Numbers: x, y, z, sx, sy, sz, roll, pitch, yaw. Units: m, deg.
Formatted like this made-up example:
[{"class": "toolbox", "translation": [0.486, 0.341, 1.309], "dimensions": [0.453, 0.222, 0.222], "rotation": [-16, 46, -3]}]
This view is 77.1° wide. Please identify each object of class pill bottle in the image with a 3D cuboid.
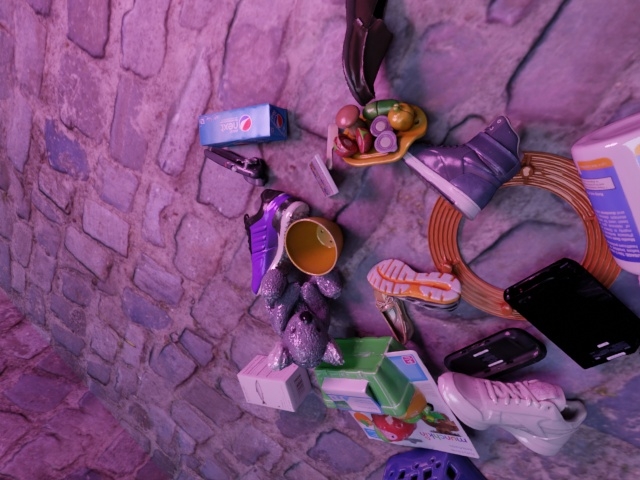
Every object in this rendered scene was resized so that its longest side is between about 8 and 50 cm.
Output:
[{"class": "pill bottle", "translation": [0.489, -0.043, 0.576], "dimensions": [0.152, 0.152, 0.271], "rotation": [-21, 100, 36]}]

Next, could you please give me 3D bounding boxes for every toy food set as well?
[{"class": "toy food set", "translation": [0.084, -0.210, 0.753], "dimensions": [0.218, 0.071, 0.128], "rotation": [-4, 66, 33]}]

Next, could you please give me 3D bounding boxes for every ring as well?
[{"class": "ring", "translation": [0.365, 0.005, 0.747], "dimensions": [0.337, 0.032, 0.336], "rotation": [13, 118, 25]}]

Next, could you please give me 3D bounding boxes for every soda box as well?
[{"class": "soda box", "translation": [-0.180, -0.259, 0.922], "dimensions": [0.210, 0.067, 0.071], "rotation": [2, 96, 31]}]

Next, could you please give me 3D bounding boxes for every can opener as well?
[{"class": "can opener", "translation": [-0.215, -0.190, 0.988], "dimensions": [0.186, 0.059, 0.073], "rotation": [27, 123, 18]}]

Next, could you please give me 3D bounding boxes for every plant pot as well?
[{"class": "plant pot", "translation": [0.283, 0.678, 0.987], "dimensions": [0.236, 0.212, 0.236], "rotation": [50, 127, 4]}, {"class": "plant pot", "translation": [0.000, 0.000, 0.922], "dimensions": [0.134, 0.095, 0.134], "rotation": [13, 118, 26]}]

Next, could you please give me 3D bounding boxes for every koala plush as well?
[{"class": "koala plush", "translation": [-0.038, 0.205, 0.931], "dimensions": [0.196, 0.221, 0.203], "rotation": [-1, 125, -13]}]

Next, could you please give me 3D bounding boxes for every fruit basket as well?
[{"class": "fruit basket", "translation": [0.154, 0.396, 0.962], "dimensions": [0.327, 0.165, 0.352], "rotation": [-14, 112, 42]}]

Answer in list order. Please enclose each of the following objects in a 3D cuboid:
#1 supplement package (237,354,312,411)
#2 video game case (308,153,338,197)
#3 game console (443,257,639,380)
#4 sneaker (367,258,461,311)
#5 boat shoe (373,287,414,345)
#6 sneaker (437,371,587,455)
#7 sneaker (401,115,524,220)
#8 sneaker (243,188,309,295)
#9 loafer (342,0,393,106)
[{"class": "supplement package", "translation": [-0.135, 0.417, 1.184], "dimensions": [0.179, 0.105, 0.105], "rotation": [-5, 109, 33]}, {"class": "video game case", "translation": [0.004, -0.135, 0.858], "dimensions": [0.011, 0.122, 0.087], "rotation": [-30, 97, -6]}, {"class": "game console", "translation": [0.392, 0.191, 0.785], "dimensions": [0.213, 0.044, 0.361], "rotation": [40, 129, -7]}, {"class": "sneaker", "translation": [0.197, 0.105, 0.865], "dimensions": [0.215, 0.084, 0.083], "rotation": [16, 153, 37]}, {"class": "boat shoe", "translation": [0.165, 0.168, 0.928], "dimensions": [0.056, 0.048, 0.152], "rotation": [-22, 99, 36]}, {"class": "sneaker", "translation": [0.382, 0.316, 0.806], "dimensions": [0.305, 0.114, 0.152], "rotation": [23, 118, -10]}, {"class": "sneaker", "translation": [0.245, -0.161, 0.713], "dimensions": [0.163, 0.086, 0.226], "rotation": [-49, 53, 12]}, {"class": "sneaker", "translation": [-0.135, -0.001, 1.009], "dimensions": [0.146, 0.102, 0.293], "rotation": [34, 120, 20]}, {"class": "loafer", "translation": [0.086, -0.348, 0.698], "dimensions": [0.079, 0.080, 0.219], "rotation": [0, 93, 22]}]
